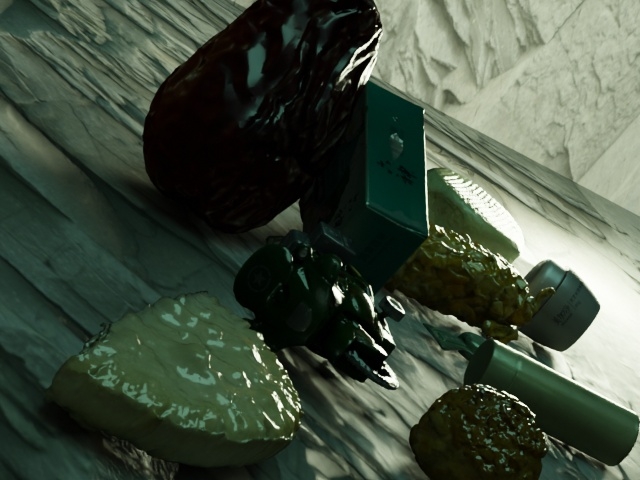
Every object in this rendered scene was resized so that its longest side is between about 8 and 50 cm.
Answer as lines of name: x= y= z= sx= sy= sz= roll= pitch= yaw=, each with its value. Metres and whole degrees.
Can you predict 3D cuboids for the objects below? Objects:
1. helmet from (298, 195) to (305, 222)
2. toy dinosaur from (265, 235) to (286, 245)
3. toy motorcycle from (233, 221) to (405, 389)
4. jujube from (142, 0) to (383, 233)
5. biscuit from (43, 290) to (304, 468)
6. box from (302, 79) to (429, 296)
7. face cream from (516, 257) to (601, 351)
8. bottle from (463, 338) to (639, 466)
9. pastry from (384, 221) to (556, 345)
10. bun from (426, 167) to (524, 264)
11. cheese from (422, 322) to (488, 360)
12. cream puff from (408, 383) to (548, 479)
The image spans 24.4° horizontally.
helmet: x=0.015 y=-0.040 z=1.944 sx=0.123 sy=0.070 sz=0.098 roll=45 pitch=54 yaw=-5
toy dinosaur: x=0.007 y=0.011 z=1.847 sx=0.180 sy=0.037 sz=0.058 roll=1 pitch=52 yaw=-52
toy motorcycle: x=-0.006 y=0.059 z=1.522 sx=0.187 sy=0.124 sz=0.274 roll=37 pitch=10 yaw=-15
jujube: x=-0.065 y=-0.175 z=1.766 sx=0.216 sy=0.342 sz=0.216 roll=38 pitch=-9 yaw=7
biscuit: x=-0.097 y=0.114 z=1.207 sx=0.179 sy=0.084 sz=0.281 roll=31 pitch=14 yaw=5
box: x=0.053 y=-0.059 z=1.795 sx=0.092 sy=0.153 sz=0.244 roll=26 pitch=38 yaw=-20
face cream: x=0.325 y=0.091 z=2.071 sx=0.104 sy=0.117 sz=0.117 roll=40 pitch=14 yaw=-2
bottle: x=0.267 y=0.188 z=1.712 sx=0.201 sy=0.072 sz=0.072 roll=28 pitch=14 yaw=-11
pastry: x=0.183 y=0.053 z=1.935 sx=0.250 sy=0.102 sz=0.154 roll=28 pitch=16 yaw=-13
bun: x=0.209 y=-0.021 z=2.241 sx=0.221 sy=0.108 sz=0.221 roll=36 pitch=14 yaw=-11
cheese: x=0.183 y=0.131 z=1.826 sx=0.121 sy=0.026 sz=0.067 roll=21 pitch=17 yaw=-33
cream puff: x=0.155 y=0.191 z=1.411 sx=0.126 sy=0.103 sz=0.144 roll=34 pitch=9 yaw=16
